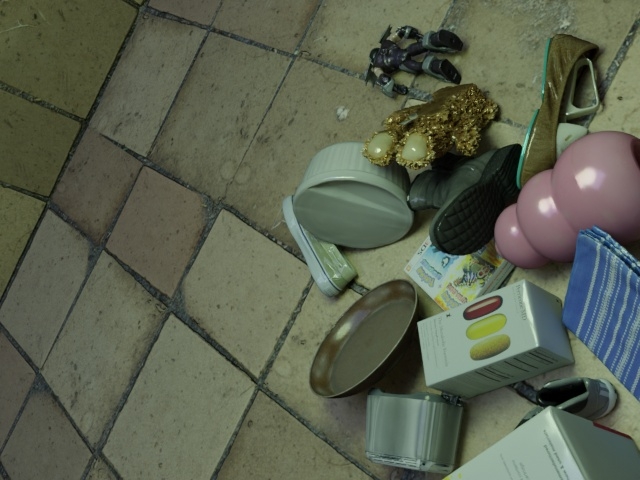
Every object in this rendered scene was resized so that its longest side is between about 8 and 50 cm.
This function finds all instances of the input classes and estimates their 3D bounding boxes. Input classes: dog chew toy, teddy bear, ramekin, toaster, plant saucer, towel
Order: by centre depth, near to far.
[{"bbox_3d":[0.513,0.158,1.415,0.336,0.040,0.243,-125,25,-43],"label":"towel"},{"bbox_3d":[0.454,-0.053,1.577,0.332,0.206,0.206,-36,49,40],"label":"dog chew toy"},{"bbox_3d":[0.185,0.370,1.696,0.227,0.129,0.146,-5,72,46],"label":"toaster"},{"bbox_3d":[0.234,-0.223,1.835,0.245,0.113,0.338,-7,23,27],"label":"teddy bear"},{"bbox_3d":[0.100,0.214,1.836,0.310,0.050,0.310,-41,20,19],"label":"plant saucer"},{"bbox_3d":[0.079,-0.106,1.936,0.273,0.273,0.127,-19,48,39],"label":"ramekin"}]

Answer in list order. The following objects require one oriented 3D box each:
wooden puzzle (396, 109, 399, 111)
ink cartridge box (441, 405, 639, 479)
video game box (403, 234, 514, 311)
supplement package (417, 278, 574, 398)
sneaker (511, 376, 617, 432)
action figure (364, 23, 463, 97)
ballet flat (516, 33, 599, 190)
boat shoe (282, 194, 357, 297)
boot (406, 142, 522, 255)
[{"bbox_3d":[0.199,-0.268,2.066,0.078,0.014,0.116,-49,44,24],"label":"wooden puzzle"},{"bbox_3d":[0.321,0.455,1.405,0.384,0.279,0.160,-42,48,25],"label":"ink cartridge box"},{"bbox_3d":[0.289,0.047,1.801,0.187,0.048,0.205,-57,42,12],"label":"video game box"},{"bbox_3d":[0.324,0.189,1.632,0.244,0.134,0.139,-28,54,34],"label":"supplement package"},{"bbox_3d":[0.390,0.299,1.514,0.228,0.132,0.086,-43,46,23],"label":"sneaker"},{"bbox_3d":[0.210,-0.431,2.075,0.285,0.099,0.185,14,89,52],"label":"action figure"},{"bbox_3d":[0.481,-0.249,1.716,0.124,0.116,0.342,9,74,28],"label":"ballet flat"},{"bbox_3d":[0.000,0.000,2.094,0.094,0.109,0.302,-34,58,11],"label":"boat shoe"},{"bbox_3d":[0.260,-0.075,1.762,0.222,0.118,0.338,-3,29,44],"label":"boot"}]
